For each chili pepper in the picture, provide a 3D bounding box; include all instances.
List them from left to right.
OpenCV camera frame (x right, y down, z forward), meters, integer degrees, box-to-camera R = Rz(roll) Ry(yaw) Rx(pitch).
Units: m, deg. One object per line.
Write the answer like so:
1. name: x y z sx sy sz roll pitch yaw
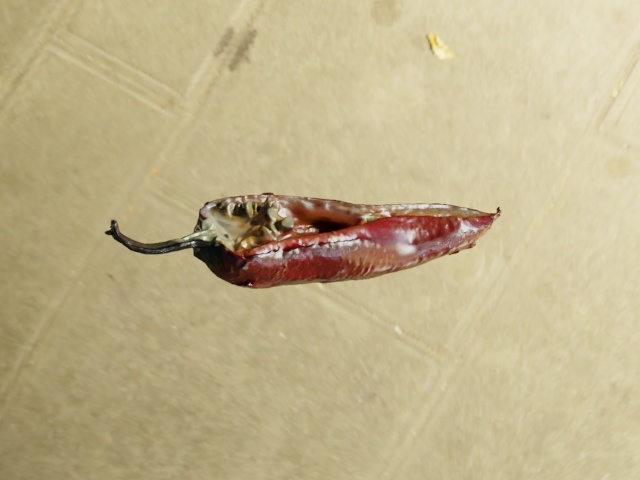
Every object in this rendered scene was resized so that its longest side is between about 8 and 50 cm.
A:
1. chili pepper: 0.000 0.000 0.781 0.059 0.268 0.050 44 127 45
